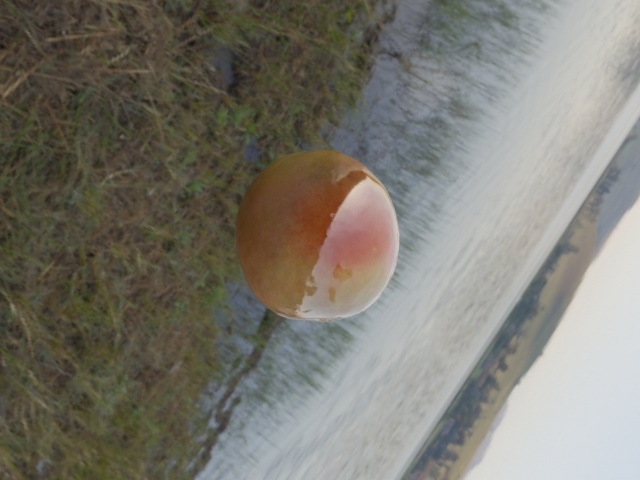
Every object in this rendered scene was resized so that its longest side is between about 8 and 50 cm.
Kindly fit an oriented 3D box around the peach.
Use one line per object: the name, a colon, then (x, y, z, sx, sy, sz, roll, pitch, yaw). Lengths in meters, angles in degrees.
peach: (0.000, 0.000, 0.744, 0.184, 0.184, 0.184, -50, 163, -22)
